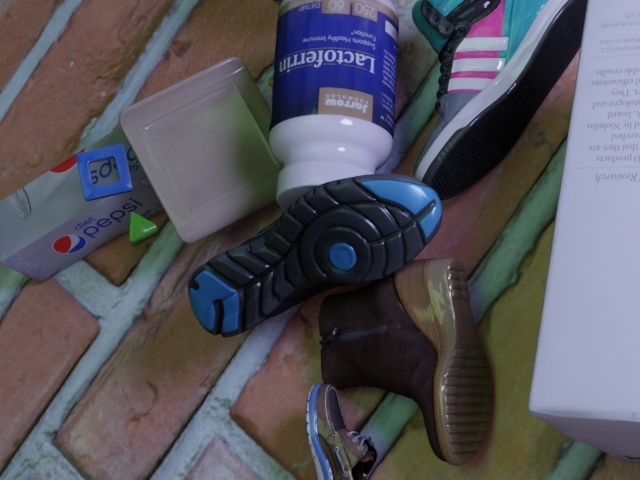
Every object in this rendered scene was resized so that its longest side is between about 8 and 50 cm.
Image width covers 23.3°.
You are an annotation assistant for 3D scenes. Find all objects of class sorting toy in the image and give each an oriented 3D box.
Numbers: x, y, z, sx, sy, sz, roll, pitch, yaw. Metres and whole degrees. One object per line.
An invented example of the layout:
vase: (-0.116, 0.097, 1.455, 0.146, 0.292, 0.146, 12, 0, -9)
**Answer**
sorting toy: (-0.136, -0.114, 1.984, 0.347, 0.047, 0.196, -27, 77, -8)

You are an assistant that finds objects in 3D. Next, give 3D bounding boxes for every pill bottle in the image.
pill bottle: (0.016, -0.166, 1.887, 0.153, 0.153, 0.265, -10, 67, 32)

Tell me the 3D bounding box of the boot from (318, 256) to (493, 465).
boot: (0.090, 0.151, 1.770, 0.206, 0.090, 0.249, -23, 61, 40)

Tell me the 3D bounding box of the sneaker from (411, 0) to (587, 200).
sneaker: (0.164, -0.203, 1.813, 0.178, 0.124, 0.295, 35, 85, 34)

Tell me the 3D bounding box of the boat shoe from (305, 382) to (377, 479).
boat shoe: (0.030, 0.248, 1.768, 0.066, 0.066, 0.183, -15, 76, 19)

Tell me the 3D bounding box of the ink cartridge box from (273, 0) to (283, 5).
ink cartridge box: (-0.023, -0.348, 1.998, 0.056, 0.135, 0.099, 16, 82, 37)

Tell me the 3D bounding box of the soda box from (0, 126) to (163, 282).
soda box: (-0.312, -0.057, 2.109, 0.286, 0.091, 0.098, -28, 57, 23)

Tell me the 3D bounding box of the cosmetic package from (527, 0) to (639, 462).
cosmetic package: (0.352, -0.018, 1.543, 0.161, 0.230, 0.453, 1, 73, 34)

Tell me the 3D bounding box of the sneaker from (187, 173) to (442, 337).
sneaker: (0.000, 0.000, 1.824, 0.340, 0.139, 0.125, -22, 95, 29)
